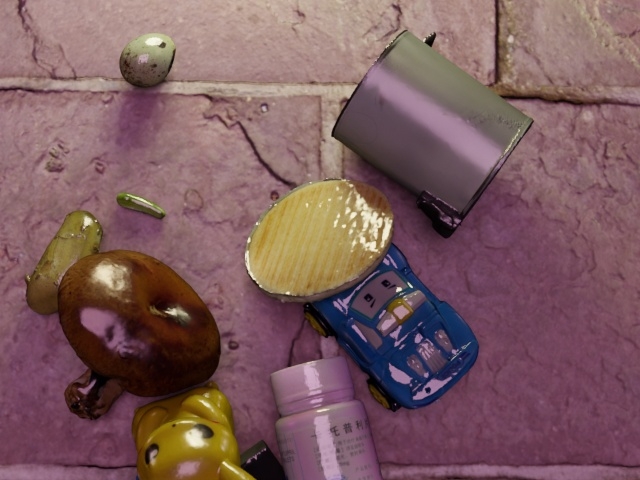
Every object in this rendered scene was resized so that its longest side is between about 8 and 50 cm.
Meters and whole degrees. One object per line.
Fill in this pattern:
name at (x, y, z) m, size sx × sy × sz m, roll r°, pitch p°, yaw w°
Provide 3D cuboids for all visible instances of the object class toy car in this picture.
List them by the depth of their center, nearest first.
toy car at (0.110, 0.123, 1.663) m, size 0.198 × 0.166 × 0.314 m, roll -39°, pitch 82°, yaw -13°

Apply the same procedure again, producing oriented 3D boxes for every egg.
egg at (-0.297, -0.313, 1.774) m, size 0.085 × 0.085 × 0.110 m, roll 45°, pitch 64°, yaw 7°

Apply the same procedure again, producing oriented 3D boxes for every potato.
potato at (-0.417, 0.037, 1.695) m, size 0.105 × 0.085 × 0.188 m, roll 9°, pitch 71°, yaw 30°

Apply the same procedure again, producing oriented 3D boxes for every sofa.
sofa at (-0.128, 0.399, 1.651) m, size 0.147 × 0.060 × 0.085 m, roll -35°, pitch 99°, yaw -9°

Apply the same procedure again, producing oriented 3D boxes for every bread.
bread at (0.000, 0.000, 1.677) m, size 0.267 × 0.040 × 0.267 m, roll -15°, pitch 45°, yaw 15°

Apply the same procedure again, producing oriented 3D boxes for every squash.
squash at (-0.306, -0.060, 1.750) m, size 0.089 × 0.027 × 0.027 m, roll 18°, pitch 78°, yaw -1°

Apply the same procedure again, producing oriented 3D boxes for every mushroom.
mushroom at (-0.309, 0.133, 1.627) m, size 0.255 × 0.267 × 0.267 m, roll -14°, pitch 78°, yaw 21°

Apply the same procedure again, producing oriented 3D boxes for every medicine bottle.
medicine bottle at (0.008, 0.319, 1.618) m, size 0.152 × 0.152 × 0.254 m, roll -13°, pitch 82°, yaw -5°

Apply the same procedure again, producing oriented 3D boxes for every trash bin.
trash bin at (0.186, -0.186, 1.701) m, size 0.262 × 0.217 × 0.277 m, roll 36°, pitch 71°, yaw 5°

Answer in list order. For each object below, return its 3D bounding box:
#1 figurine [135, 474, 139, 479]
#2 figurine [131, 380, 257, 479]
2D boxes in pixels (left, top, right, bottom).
figurine at (-0.318, 0.418, 1.622) m, size 0.149 × 0.086 × 0.087 m, roll -15°, pitch 49°, yaw -3°
figurine at (-0.205, 0.334, 1.528) m, size 0.218 × 0.327 × 0.169 m, roll -22°, pitch 100°, yaw -4°
